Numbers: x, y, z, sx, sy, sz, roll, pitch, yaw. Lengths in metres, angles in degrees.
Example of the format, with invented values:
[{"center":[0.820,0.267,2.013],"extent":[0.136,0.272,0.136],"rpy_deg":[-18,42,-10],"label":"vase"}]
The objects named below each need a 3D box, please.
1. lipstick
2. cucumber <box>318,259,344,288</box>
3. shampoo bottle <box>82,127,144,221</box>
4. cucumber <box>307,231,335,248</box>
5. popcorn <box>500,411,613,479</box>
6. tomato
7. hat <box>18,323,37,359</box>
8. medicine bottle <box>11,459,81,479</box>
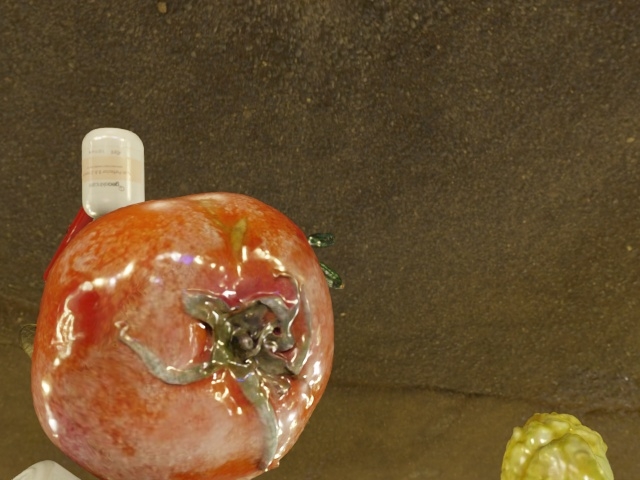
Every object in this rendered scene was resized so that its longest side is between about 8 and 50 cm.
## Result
[{"center":[-0.538,-0.005,1.137],"extent":[0.073,0.073,0.279],"rpy_deg":[29,111,-26],"label":"lipstick"},{"center":[-0.051,0.066,1.489],"extent":[0.294,0.067,0.067],"rpy_deg":[27,133,19],"label":"cucumber"},{"center":[-0.261,-0.041,0.635],"extent":[0.074,0.191,0.074],"rpy_deg":[-2,174,0],"label":"shampoo bottle"},{"center":[0.000,0.000,0.981],"extent":[0.032,0.133,0.032],"rpy_deg":[0,91,14],"label":"cucumber"},{"center":[0.424,0.426,0.899],"extent":[0.195,0.256,0.254],"rpy_deg":[4,118,18],"label":"popcorn"},{"center":[-0.106,0.076,0.396],"extent":[0.232,0.231,0.189],"rpy_deg":[32,156,-27],"label":"tomato"},{"center":[-0.632,0.239,1.198],"extent":[0.146,0.067,0.145],"rpy_deg":[9,120,15],"label":"hat"},{"center":[-0.239,0.446,0.588],"extent":[0.243,0.242,0.395],"rpy_deg":[-36,112,25],"label":"medicine bottle"}]
